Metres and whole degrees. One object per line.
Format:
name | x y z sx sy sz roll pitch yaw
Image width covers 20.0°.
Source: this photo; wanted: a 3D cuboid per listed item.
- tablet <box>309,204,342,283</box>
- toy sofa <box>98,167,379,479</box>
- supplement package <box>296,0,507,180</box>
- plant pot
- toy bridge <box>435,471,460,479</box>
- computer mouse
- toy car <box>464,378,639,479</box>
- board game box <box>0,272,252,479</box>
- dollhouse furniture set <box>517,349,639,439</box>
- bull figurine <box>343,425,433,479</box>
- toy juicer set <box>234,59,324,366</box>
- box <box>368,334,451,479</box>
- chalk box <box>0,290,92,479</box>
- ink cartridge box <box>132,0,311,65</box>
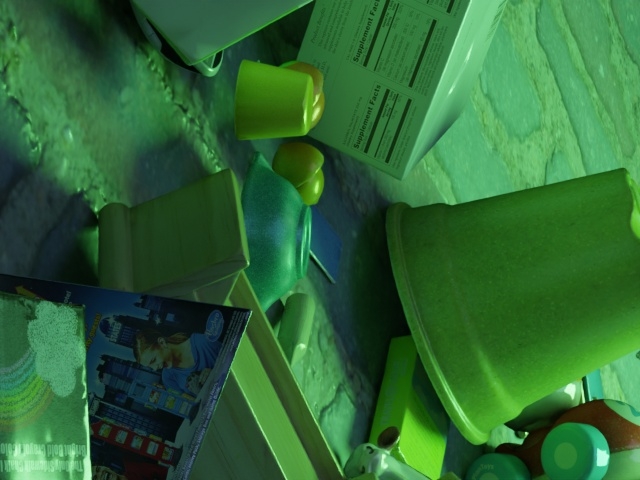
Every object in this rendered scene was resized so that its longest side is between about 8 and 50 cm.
tablet | 0.000 0.000 1.814 0.083 0.006 0.054 53 37 -46
toy sofa | -0.082 0.141 1.476 0.150 0.177 0.362 -100 167 -61
supplement package | 0.090 -0.230 1.776 0.204 0.145 0.262 -47 161 -58
plant pot | 0.239 0.048 1.930 0.276 0.254 0.276 -20 90 -75
toy bridge | 0.184 0.312 1.828 0.026 0.188 0.063 -29 139 -28
computer mouse | -0.148 -0.210 1.542 0.193 0.042 0.106 54 32 -34
toy car | 0.276 0.192 2.124 0.219 0.210 0.238 10 60 -51
board game box | -0.174 0.104 1.282 0.060 0.194 0.194 156 -44 -74
dollhouse furniture set | 0.429 0.198 2.289 0.286 0.303 0.198 -3 84 -64
bull figurine | 0.127 0.322 1.791 0.101 0.188 0.310 -39 127 -30
toy juicer set | -0.051 -0.009 1.644 0.209 0.089 0.329 -65 158 -75
box | 0.099 0.184 1.915 0.178 0.042 0.109 -74 146 -43
chalk box | -0.232 0.146 1.152 0.132 0.132 0.213 17 68 -63
ink cartridge box | -0.060 -0.336 1.517 0.119 0.207 0.353 47 26 -38
